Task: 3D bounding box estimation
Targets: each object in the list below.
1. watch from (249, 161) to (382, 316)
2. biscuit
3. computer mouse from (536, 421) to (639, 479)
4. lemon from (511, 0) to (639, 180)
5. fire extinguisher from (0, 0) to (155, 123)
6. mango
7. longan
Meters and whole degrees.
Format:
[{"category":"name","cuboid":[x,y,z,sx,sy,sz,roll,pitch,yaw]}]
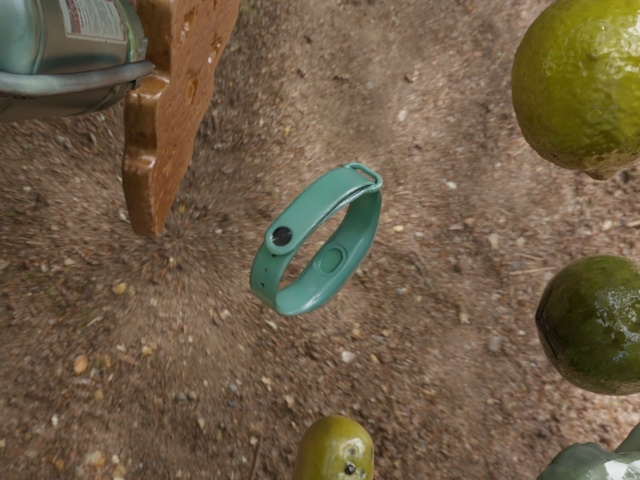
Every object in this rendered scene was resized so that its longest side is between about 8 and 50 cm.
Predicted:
[{"category":"watch","cuboid":[0.000,0.000,1.240,0.068,0.195,0.237,36,80,29]},{"category":"biscuit","cuboid":[-0.143,-0.150,0.852,0.043,0.284,0.306,16,101,2]},{"category":"computer mouse","cuboid":[0.116,0.244,0.323,0.429,0.145,0.228,-48,127,-19]},{"category":"lemon","cuboid":[0.313,-0.180,1.000,0.192,0.192,0.231,-4,105,-9]},{"category":"fire extinguisher","cuboid":[-0.158,-0.102,0.431,0.118,0.294,0.093,36,99,-5]},{"category":"mango","cuboid":[0.010,0.327,1.225,0.098,0.137,0.195,9,133,-16]},{"category":"longan","cuboid":[0.307,0.084,0.909,0.176,0.145,0.154,-4,49,-2]}]
